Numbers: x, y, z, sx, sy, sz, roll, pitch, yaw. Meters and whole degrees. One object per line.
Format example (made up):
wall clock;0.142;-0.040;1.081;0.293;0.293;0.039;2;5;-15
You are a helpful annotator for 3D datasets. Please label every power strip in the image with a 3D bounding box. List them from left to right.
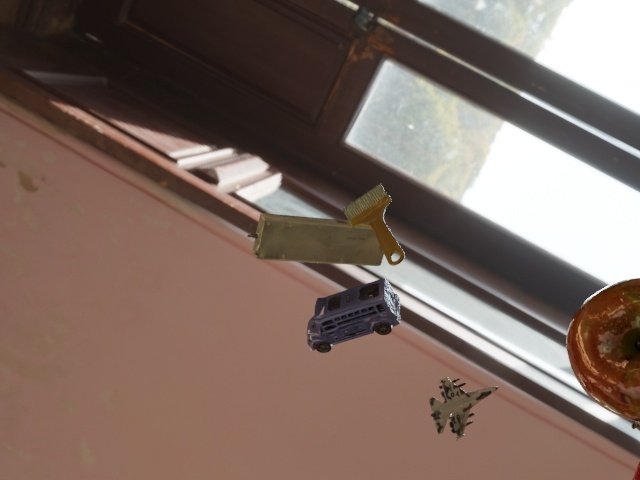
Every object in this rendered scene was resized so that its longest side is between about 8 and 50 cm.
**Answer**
power strip;0.000;0.000;1.573;0.043;0.367;0.106;44;-55;57

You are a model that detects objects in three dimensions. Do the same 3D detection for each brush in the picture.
brush;0.097;-0.021;1.086;0.083;0.011;0.205;-34;-144;8

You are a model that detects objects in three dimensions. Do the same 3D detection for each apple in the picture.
apple;0.433;0.145;0.867;0.196;0.196;0.196;-60;176;-8

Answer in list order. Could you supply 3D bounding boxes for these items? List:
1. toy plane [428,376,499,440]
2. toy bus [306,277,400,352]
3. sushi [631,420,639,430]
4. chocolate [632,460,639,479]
toy plane;0.358;0.416;1.686;0.234;0.160;0.082;-15;179;-40
toy bus;0.080;0.216;1.918;0.292;0.133;0.125;-20;-147;21
sushi;0.932;0.334;1.756;0.285;0.329;0.327;-46;125;-72
chocolate;0.713;0.508;1.182;0.341;0.360;0.161;-54;-164;-24
